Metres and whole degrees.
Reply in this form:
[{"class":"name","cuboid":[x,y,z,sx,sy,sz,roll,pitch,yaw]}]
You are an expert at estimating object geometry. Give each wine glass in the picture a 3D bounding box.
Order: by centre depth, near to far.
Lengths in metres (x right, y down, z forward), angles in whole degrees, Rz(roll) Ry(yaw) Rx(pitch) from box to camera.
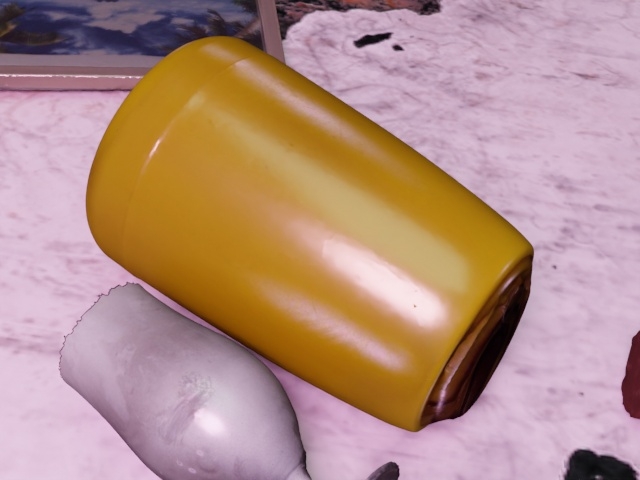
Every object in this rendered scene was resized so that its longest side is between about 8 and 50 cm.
[{"class":"wine glass","cuboid":[-0.059,0.109,0.624,0.202,0.093,0.093,35,51,20]}]

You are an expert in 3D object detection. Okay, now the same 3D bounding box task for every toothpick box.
[{"class":"toothpick box","cuboid":[0.000,0.000,0.686,0.271,0.175,0.175,32,49,18]}]

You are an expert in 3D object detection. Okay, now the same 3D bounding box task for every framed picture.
[{"class":"framed picture","cuboid":[-0.194,-0.207,0.962,0.315,0.024,0.232,-1,45,-11]}]

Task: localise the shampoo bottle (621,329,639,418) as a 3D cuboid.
[{"class":"shampoo bottle","cuboid":[0.326,0.106,0.704,0.236,0.067,0.068,8,36,-1]}]
